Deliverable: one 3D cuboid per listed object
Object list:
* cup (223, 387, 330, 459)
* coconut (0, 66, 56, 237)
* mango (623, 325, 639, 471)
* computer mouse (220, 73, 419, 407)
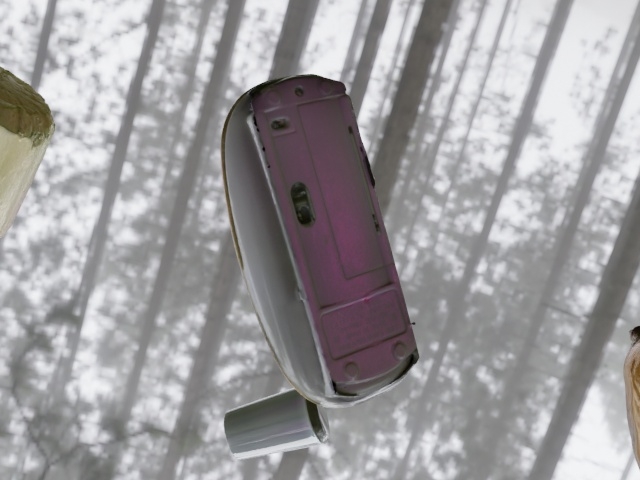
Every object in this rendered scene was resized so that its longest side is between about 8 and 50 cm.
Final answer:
[{"bbox_3d":[-0.046,0.218,1.352,0.116,0.074,0.104,-18,171,15],"label":"cup"},{"bbox_3d":[-0.294,-0.065,0.880,0.147,0.152,0.147,29,-163,-10],"label":"coconut"},{"bbox_3d":[0.365,0.209,0.881,0.144,0.187,0.359,-6,-119,-53],"label":"mango"},{"bbox_3d":[0.000,0.000,1.057,0.158,0.310,0.072,-17,-177,-38],"label":"computer mouse"}]
